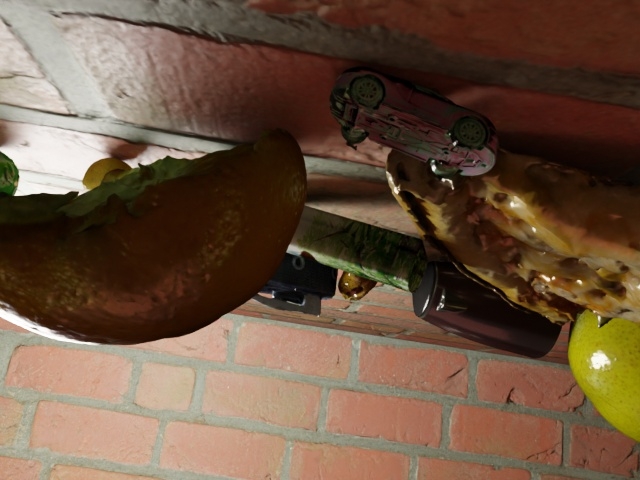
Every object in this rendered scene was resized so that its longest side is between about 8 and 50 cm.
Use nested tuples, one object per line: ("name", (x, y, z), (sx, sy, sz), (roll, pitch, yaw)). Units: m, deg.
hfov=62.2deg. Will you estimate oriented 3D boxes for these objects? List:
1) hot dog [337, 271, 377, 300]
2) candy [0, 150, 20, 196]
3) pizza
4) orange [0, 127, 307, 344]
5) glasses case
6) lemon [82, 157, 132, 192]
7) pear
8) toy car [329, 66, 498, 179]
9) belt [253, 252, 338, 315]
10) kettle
("hot dog", (0.071, 0.065, 0.982), (0.068, 0.083, 0.289), (14, 168, 3))
("candy", (-0.534, -0.130, 0.634), (0.324, 0.096, 0.097), (27, 158, -30))
("pizza", (0.288, 0.033, 0.614), (0.435, 0.080, 0.392), (21, 169, 13))
("orange", (-0.174, -0.001, 0.514), (0.335, 0.195, 0.262), (-7, 178, -3))
("glasses case", (0.000, 0.000, 0.703), (0.273, 0.062, 0.095), (17, 168, 20))
("lemon", (-0.268, -0.075, 0.680), (0.083, 0.062, 0.062), (-2, 162, 34))
("pear", (0.541, 0.188, 0.830), (0.295, 0.293, 0.294), (8, 165, 2))
("toy car", (0.076, -0.096, 0.428), (0.142, 0.055, 0.069), (22, 164, 1))
("belt", (-0.068, 0.061, 0.949), (0.218, 0.128, 0.122), (15, 163, -28))
("kettle", (0.281, 0.101, 0.951), (0.233, 0.143, 0.202), (16, -165, -4))
